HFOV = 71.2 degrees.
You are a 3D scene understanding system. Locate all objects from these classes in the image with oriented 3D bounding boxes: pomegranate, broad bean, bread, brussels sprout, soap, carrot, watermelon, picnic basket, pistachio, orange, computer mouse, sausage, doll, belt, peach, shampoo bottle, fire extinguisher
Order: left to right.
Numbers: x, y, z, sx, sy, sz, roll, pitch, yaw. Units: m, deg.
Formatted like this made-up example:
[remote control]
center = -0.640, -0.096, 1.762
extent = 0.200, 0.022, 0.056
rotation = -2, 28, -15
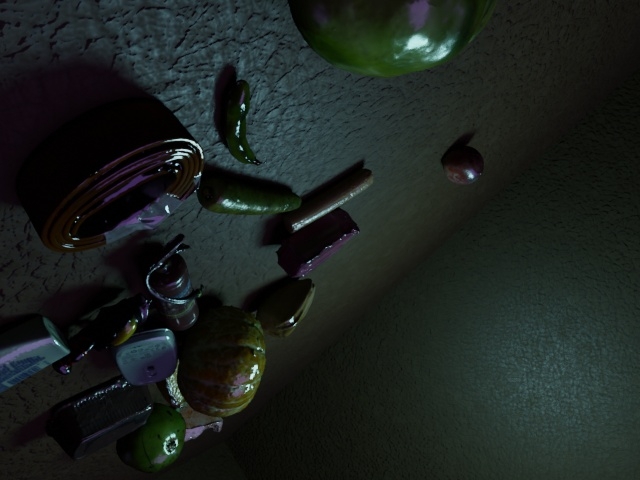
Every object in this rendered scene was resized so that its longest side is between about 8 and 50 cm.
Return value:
[shampoo bottle]
center = -0.676, 0.270, 0.833
extent = 0.360, 0.078, 0.134
rotation = -31, 153, -22
[doll]
center = -0.469, 0.197, 0.981
extent = 0.249, 0.127, 0.088
rotation = -37, 142, 5
[picnic basket]
center = -0.650, 0.533, 1.367
extent = 0.297, 0.129, 0.222
rotation = -17, 149, -48
[belt]
center = -0.306, -0.089, 0.674
extent = 0.261, 0.105, 0.184
rotation = -36, 162, -11
[computer mouse]
center = -0.475, 0.301, 1.223
extent = 0.160, 0.097, 0.288
rotation = -10, 143, -18
[pomegranate]
center = -0.643, 0.732, 1.680
extent = 0.254, 0.271, 0.254
rotation = -27, 123, -52
[fire extinguisher]
center = -0.336, 0.103, 1.042
extent = 0.141, 0.105, 0.341
rotation = -48, 167, -29
[bread]
center = -0.462, 0.464, 1.502
extent = 0.140, 0.160, 0.169
rotation = -23, 155, -38
[watermelon]
center = -0.552, 0.787, 1.986
extent = 0.318, 0.226, 0.148
rotation = -18, 126, -69
[orange]
center = -0.303, 0.359, 1.351
extent = 0.249, 0.329, 0.329
rotation = 15, 133, -20
[broad bean]
center = -0.144, -0.201, 0.817
extent = 0.069, 0.039, 0.226
rotation = -29, 159, -11
[carrot]
center = -0.140, -0.093, 1.017
extent = 0.074, 0.074, 0.359
rotation = -47, 161, 20
[pistachio]
center = -0.128, 0.240, 1.645
extent = 0.213, 0.162, 0.260
rotation = -6, -151, 40
[soap]
center = 0.000, 0.000, 1.357
extent = 0.289, 0.112, 0.182
rotation = -33, 173, -32
[sausage]
center = 0.027, -0.118, 1.266
extent = 0.301, 0.065, 0.065
rotation = -30, 158, -18
[brussels sprout]
center = 0.107, -0.366, 0.568
extent = 0.344, 0.268, 0.344
rotation = -36, 154, -21
[peach]
center = 0.554, -0.288, 1.707
extent = 0.152, 0.152, 0.152
rotation = -34, 160, -15
